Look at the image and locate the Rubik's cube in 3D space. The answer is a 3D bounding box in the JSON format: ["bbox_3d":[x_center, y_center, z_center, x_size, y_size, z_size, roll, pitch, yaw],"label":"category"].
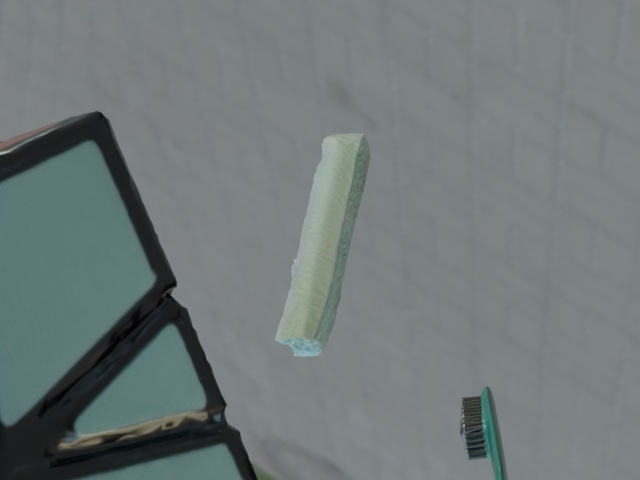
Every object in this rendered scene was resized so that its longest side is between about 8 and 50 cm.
[{"bbox_3d":[-0.228,0.125,0.987,0.283,0.293,0.288,-5,107,59],"label":"Rubik's cube"}]

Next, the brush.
[{"bbox_3d":[0.122,0.158,1.447,0.193,0.032,0.043,-80,-19,-74],"label":"brush"}]

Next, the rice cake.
[{"bbox_3d":[0.000,0.000,1.336,0.042,0.180,0.030,-1,144,20],"label":"rice cake"}]
